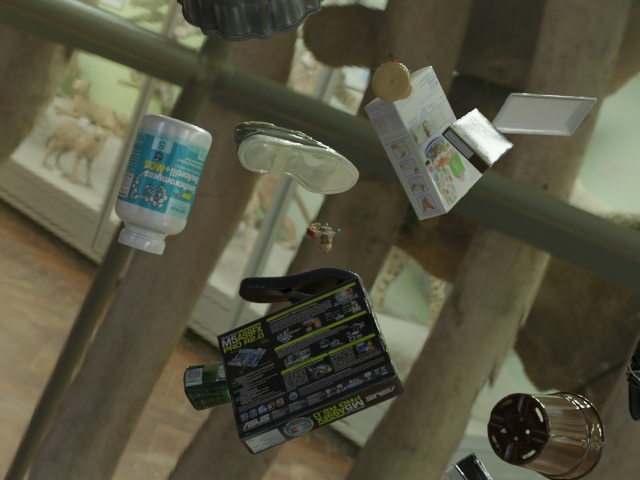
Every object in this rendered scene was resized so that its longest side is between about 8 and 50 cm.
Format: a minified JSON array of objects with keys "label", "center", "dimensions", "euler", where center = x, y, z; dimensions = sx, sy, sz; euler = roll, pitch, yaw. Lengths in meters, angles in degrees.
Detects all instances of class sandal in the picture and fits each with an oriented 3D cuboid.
[{"label":"sandal","center":[-0.036,0.104,1.721],"dimensions":[0.255,0.054,0.097],"euler":[-8,-32,23]}]

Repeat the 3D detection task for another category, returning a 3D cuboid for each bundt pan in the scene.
[{"label":"bundt pan","center":[-0.142,-0.557,1.787],"dimensions":[0.331,0.330,0.124],"euler":[25,-26,23]}]

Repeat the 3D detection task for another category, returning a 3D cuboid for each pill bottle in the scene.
[{"label":"pill bottle","center":[-0.321,-0.110,1.783],"dimensions":[0.146,0.264,0.146],"euler":[17,0,0]}]

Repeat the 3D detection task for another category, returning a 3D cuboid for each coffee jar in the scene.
[{"label":"coffee jar","center":[-0.181,0.289,1.836],"dimensions":[0.185,0.096,0.079],"euler":[-11,42,10]}]

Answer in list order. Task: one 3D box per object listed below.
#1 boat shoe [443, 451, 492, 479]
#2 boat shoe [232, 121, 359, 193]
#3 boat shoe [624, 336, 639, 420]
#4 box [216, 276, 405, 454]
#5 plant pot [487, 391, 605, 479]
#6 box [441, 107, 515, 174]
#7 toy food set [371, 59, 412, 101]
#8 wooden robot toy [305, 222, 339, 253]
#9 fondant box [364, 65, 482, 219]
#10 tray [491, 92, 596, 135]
[{"label":"boat shoe","center":[0.383,0.576,1.862],"dimensions":[0.301,0.102,0.108],"euler":[51,-10,36]},{"label":"boat shoe","center":[-0.050,-0.180,1.902],"dimensions":[0.305,0.109,0.091],"euler":[14,32,-36]},{"label":"boat shoe","center":[0.626,0.257,1.711],"dimensions":[0.070,0.219,0.078],"euler":[-19,29,-15]},{"label":"box","center":[-0.022,0.202,1.469],"dimensions":[0.060,0.270,0.216],"euler":[63,5,-47]},{"label":"plant pot","center":[0.396,0.345,1.602],"dimensions":[0.165,0.166,0.167],"euler":[20,7,-44]},{"label":"box","center":[0.388,-0.246,2.150],"dimensions":[0.136,0.036,0.225],"euler":[45,34,6]},{"label":"toy food set","center":[0.143,-0.319,1.790],"dimensions":[0.083,0.082,0.020],"euler":[-9,21,-3]},{"label":"wooden robot toy","center":[0.000,0.000,2.559],"dimensions":[0.076,0.079,0.173],"euler":[-8,13,-20]},{"label":"fondant box","center":[0.271,-0.252,2.303],"dimensions":[0.096,0.330,0.238],"euler":[-18,16,41]},{"label":"tray","center":[0.588,-0.342,2.383],"dimensions":[0.271,0.145,0.030],"euler":[0,55,-21]}]
